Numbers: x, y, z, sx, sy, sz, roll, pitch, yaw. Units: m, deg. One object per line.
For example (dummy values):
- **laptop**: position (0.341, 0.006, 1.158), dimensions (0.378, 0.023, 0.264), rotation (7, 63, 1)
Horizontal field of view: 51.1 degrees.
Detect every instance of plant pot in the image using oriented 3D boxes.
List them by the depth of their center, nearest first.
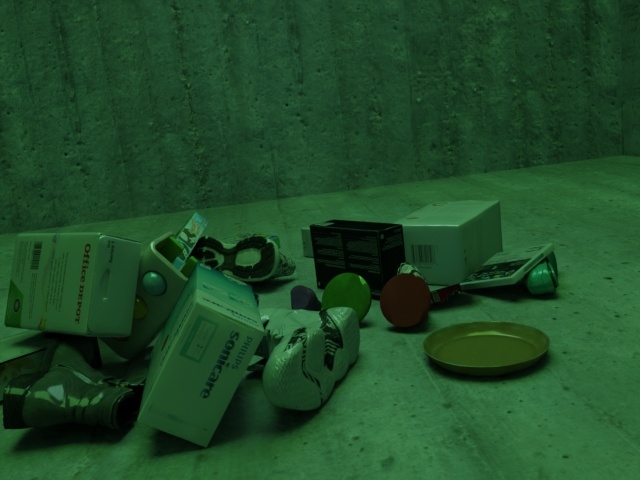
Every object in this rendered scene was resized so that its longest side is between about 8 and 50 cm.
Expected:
- **plant pot**: position (0.315, 0.207, 1.277), dimensions (0.237, 0.032, 0.236), rotation (-7, 11, 1)

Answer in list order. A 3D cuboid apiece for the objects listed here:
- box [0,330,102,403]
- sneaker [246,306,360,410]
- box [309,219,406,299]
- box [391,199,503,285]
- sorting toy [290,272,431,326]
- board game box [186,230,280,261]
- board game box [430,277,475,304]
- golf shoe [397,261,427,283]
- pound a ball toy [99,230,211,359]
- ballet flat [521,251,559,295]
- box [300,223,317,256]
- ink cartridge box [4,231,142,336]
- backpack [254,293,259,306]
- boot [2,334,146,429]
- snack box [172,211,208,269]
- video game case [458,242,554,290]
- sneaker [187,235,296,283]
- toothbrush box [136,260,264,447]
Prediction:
- **box**: position (-0.638, 0.261, 1.419), dimensions (0.290, 0.087, 0.169), rotation (-17, 16, -41)
- **sneaker**: position (-0.072, 0.212, 1.239), dimensions (0.210, 0.137, 0.366), rotation (-3, 7, 21)
- **box**: position (0.100, 0.046, 1.792), dimensions (0.103, 0.184, 0.261), rotation (-14, 14, -41)
- **box**: position (0.362, -0.002, 1.906), dimensions (0.215, 0.168, 0.345), rotation (1, 15, 33)
- **sorting toy**: position (0.107, 0.150, 1.576), dimensions (0.366, 0.127, 0.126), rotation (-3, -17, 31)
- **board game box**: position (-0.337, 0.028, 2.457), dimensions (0.317, 0.046, 0.214), rotation (-14, 13, -31)
- **board game box**: position (0.298, 0.131, 1.623), dimensions (0.169, 0.033, 0.133), rotation (-16, -8, -5)
- **golf shoe**: position (0.225, 0.094, 1.646), dimensions (0.068, 0.085, 0.186), rotation (-18, -9, 4)
- **pound a ball toy**: position (-0.419, 0.116, 1.460), dimensions (0.319, 0.208, 0.136), rotation (-47, 1, 26)
- **ballet flat**: position (0.542, 0.076, 1.665), dimensions (0.087, 0.083, 0.247), rotation (-17, 5, 21)
- **box**: position (0.000, 0.000, 2.259), dimensions (0.087, 0.101, 0.102), rotation (-16, 15, -41)
- **ink cartridge box**: position (-0.514, 0.091, 1.388), dimensions (0.278, 0.201, 0.117), rotation (0, -9, 34)
- **backpack**: position (-0.216, 0.177, 1.506), dimensions (0.158, 0.116, 0.173), rotation (-3, 13, 18)
- **boot**: position (-0.420, 0.272, 1.256), dimensions (0.223, 0.118, 0.338), rotation (2, 13, -2)
- **snack box**: position (-0.447, 0.047, 2.016), dimensions (0.187, 0.060, 0.322), rotation (-45, 13, 19)
- **video game case**: position (0.459, 0.068, 1.665), dimensions (0.173, 0.022, 0.190), rotation (-32, 8, -30)
- **sneaker**: position (-0.245, 0.083, 2.046), dimensions (0.411, 0.157, 0.182), rotation (1, -17, 40)
- **toothbrush box**: position (-0.208, 0.184, 1.170), dimensions (0.126, 0.216, 0.295), rotation (26, 6, -15)
